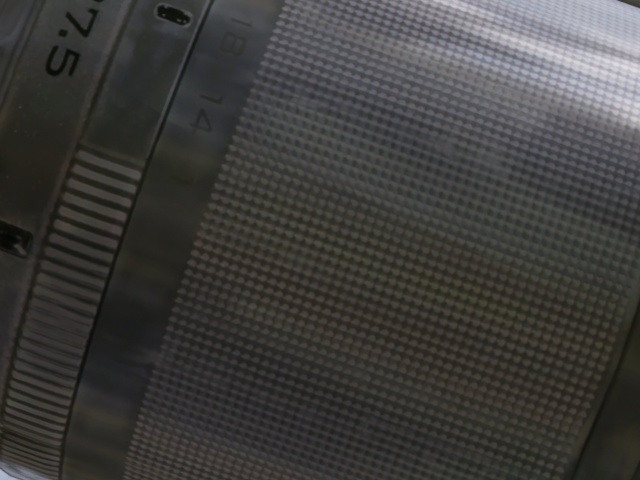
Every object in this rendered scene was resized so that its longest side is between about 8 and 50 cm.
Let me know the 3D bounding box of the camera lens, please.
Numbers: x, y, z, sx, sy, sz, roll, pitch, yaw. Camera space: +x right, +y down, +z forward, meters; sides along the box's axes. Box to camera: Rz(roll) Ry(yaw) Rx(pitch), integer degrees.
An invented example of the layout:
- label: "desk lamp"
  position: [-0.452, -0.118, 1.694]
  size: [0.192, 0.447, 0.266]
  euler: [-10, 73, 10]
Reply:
- label: "camera lens"
  position: [0.000, 0.000, 0.556]
  size: [0.219, 0.274, 0.219]
  euler: [20, 90, -90]
